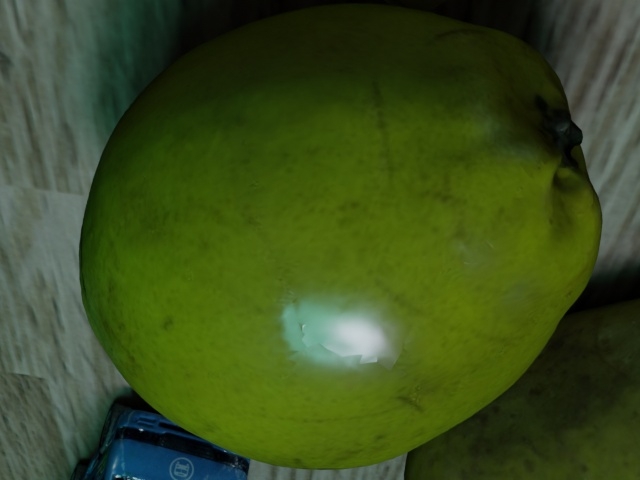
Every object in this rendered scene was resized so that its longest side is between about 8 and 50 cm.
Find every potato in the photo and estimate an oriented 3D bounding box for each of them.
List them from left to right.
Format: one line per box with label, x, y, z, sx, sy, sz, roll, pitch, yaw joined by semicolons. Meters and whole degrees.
potato;0.165;0.128;0.741;0.228;0.197;0.148;-40;137;7

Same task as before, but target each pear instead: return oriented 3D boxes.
pear;0.000;0.000;0.574;0.269;0.212;0.212;-21;136;37

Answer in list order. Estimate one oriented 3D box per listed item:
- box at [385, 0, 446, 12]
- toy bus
box;0.066;-0.145;0.510;0.073;0.020;0.149;32;139;-32
toy bus;-0.144;0.232;1.010;0.113;0.134;0.246;18;146;-13
